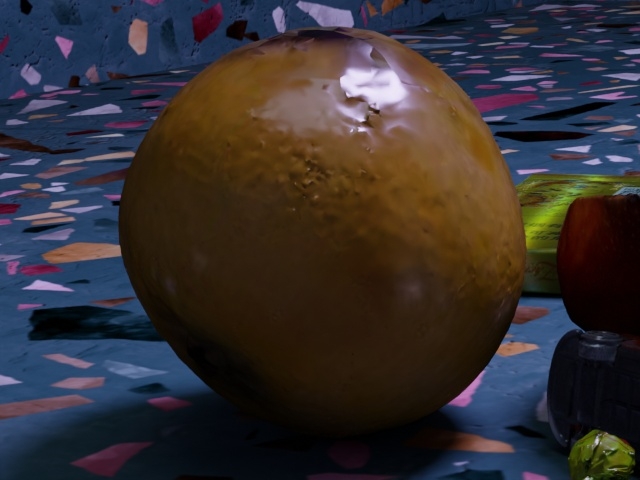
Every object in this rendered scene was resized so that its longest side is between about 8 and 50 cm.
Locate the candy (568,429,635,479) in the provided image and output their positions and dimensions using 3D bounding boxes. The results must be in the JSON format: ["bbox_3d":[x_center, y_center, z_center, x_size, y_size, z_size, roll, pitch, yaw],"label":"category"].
[{"bbox_3d":[0.135,0.139,1.002,0.035,0.035,0.123,44,38,8],"label":"candy"}]

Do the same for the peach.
[{"bbox_3d":[0.222,0.045,1.157,0.189,0.068,0.279,24,-9,30],"label":"peach"}]

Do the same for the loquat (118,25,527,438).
[{"bbox_3d":[0.000,0.000,1.162,0.263,0.263,0.263,-4,12,1],"label":"loquat"}]

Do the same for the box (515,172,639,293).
[{"bbox_3d":[0.220,-0.009,1.624,0.173,0.043,0.311,2,14,24],"label":"box"}]

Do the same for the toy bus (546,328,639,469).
[{"bbox_3d":[0.208,0.097,1.062,0.077,0.079,0.174,-1,8,-32],"label":"toy bus"}]
